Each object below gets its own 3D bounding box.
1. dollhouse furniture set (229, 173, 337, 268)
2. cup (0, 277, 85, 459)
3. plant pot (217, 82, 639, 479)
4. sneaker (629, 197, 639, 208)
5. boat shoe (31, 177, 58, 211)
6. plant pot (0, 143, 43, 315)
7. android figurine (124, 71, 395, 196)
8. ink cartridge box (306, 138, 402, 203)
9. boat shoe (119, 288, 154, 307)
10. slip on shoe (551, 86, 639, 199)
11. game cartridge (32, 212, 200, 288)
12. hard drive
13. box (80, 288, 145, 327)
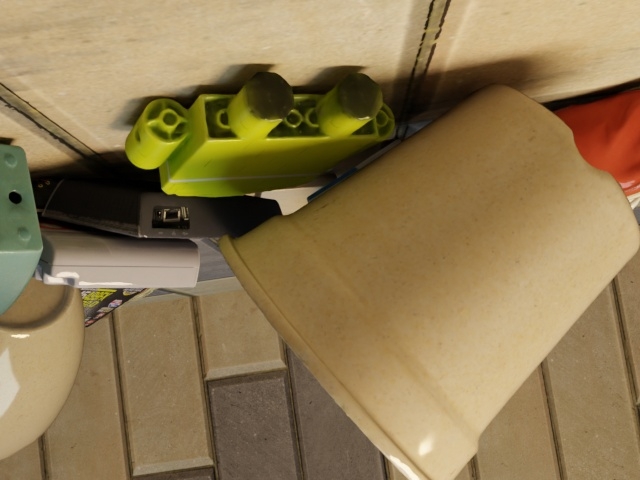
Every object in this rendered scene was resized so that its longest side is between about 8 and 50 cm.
[{"bbox_3d":[-0.069,-0.061,1.162,0.144,0.123,0.151,-6,138,-19],"label":"dollhouse furniture set"},{"bbox_3d":[-0.455,0.105,1.075,0.331,0.331,0.237,-2,150,-42],"label":"cup"},{"bbox_3d":[0.123,0.026,0.782,0.305,0.334,0.334,-41,172,0],"label":"plant pot"},{"bbox_3d":[0.316,-0.039,0.986,0.114,0.305,0.152,34,156,-7],"label":"sneaker"},{"bbox_3d":[-0.313,-0.052,0.892,0.048,0.042,0.133,19,-173,28],"label":"boat shoe"},{"bbox_3d":[-0.374,0.000,0.755,0.234,0.166,0.165,-23,165,37],"label":"plant pot"},{"bbox_3d":[-0.058,-0.094,0.764,0.248,0.056,0.273,-6,172,-24],"label":"android figurine"},{"bbox_3d":[0.078,-0.048,1.048,0.139,0.082,0.190,-32,170,9],"label":"ink cartridge box"},{"bbox_3d":[-0.477,0.115,1.833,0.285,0.105,0.089,-12,170,24],"label":"boat shoe"},{"bbox_3d":[0.274,-0.100,0.905,0.101,0.123,0.331,3,172,-43],"label":"slip on shoe"},{"bbox_3d":[-0.277,0.002,0.939,0.196,0.060,0.294,8,-175,-42],"label":"game cartridge"},{"bbox_3d":[-0.170,-0.036,0.931,0.172,0.054,0.254,11,-174,32],"label":"hard drive"},{"bbox_3d":[-0.433,0.088,1.517,0.216,0.060,0.270,-32,170,6],"label":"box"}]
